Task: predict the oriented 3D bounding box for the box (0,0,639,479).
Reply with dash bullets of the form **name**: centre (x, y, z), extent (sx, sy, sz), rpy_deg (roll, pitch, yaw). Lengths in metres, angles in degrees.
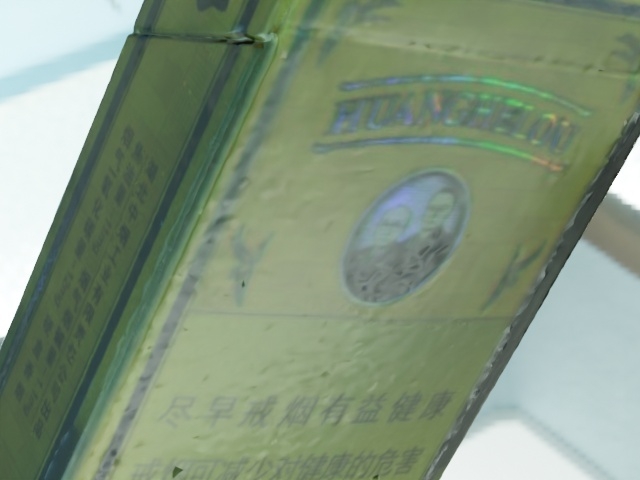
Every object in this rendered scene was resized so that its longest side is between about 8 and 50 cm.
- **box**: centre (0.000, 0.000, 0.504), extent (0.141, 0.220, 0.064), rpy_deg (4, -147, -37)
